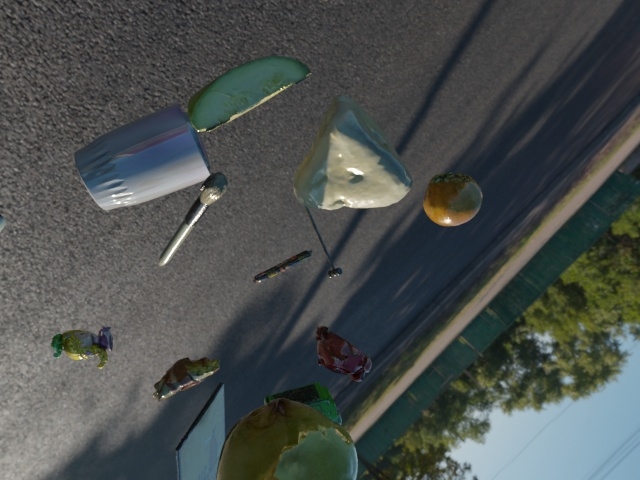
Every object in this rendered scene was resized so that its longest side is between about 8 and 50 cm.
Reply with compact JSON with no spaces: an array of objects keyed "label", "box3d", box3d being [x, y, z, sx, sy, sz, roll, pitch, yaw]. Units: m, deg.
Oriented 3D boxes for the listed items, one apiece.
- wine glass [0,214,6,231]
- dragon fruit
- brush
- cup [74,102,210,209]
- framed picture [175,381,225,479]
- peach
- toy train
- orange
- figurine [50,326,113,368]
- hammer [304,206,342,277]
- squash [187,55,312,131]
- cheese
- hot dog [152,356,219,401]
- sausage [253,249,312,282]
[{"label":"wine glass","box3d":[-1.015,0.029,1.253,0.143,0.143,0.321,103,10,-51]},{"label":"dragon fruit","box3d":[0.032,0.217,0.869,0.068,0.126,0.112,-54,172,-13]},{"label":"brush","box3d":[-0.251,-0.028,0.863,0.299,0.039,0.042,-42,-162,38]},{"label":"cup","box3d":[-0.544,-0.254,1.465,0.371,0.253,0.253,-25,153,-9]},{"label":"framed picture","box3d":[-0.322,0.604,1.278,0.255,0.014,0.338,-56,152,-64]},{"label":"peach","box3d":[-0.081,0.520,1.012,0.314,0.281,0.315,-44,118,-35]},{"label":"toy train","box3d":[-0.057,0.559,1.457,0.243,0.132,0.188,-11,111,-13]},{"label":"orange","box3d":[0.343,-0.112,1.216,0.155,0.155,0.134,-41,116,-13]},{"label":"figurine","box3d":[-0.669,0.306,1.300,0.156,0.115,0.095,-3,173,-17]},{"label":"hammer","box3d":[0.000,0.000,1.716,0.058,0.292,0.029,-23,-178,46]},{"label":"squash","box3d":[-0.156,-0.338,1.012,0.252,0.093,0.169,-24,-164,18]},{"label":"cheese","box3d":[0.076,-0.160,1.052,0.251,0.248,0.173,-51,-159,30]},{"label":"hot dog","box3d":[-0.446,0.437,1.517,0.261,0.093,0.123,-26,160,1]},{"label":"sausage","box3d":[-0.101,0.069,1.219,0.198,0.025,0.028,-28,176,21]}]
